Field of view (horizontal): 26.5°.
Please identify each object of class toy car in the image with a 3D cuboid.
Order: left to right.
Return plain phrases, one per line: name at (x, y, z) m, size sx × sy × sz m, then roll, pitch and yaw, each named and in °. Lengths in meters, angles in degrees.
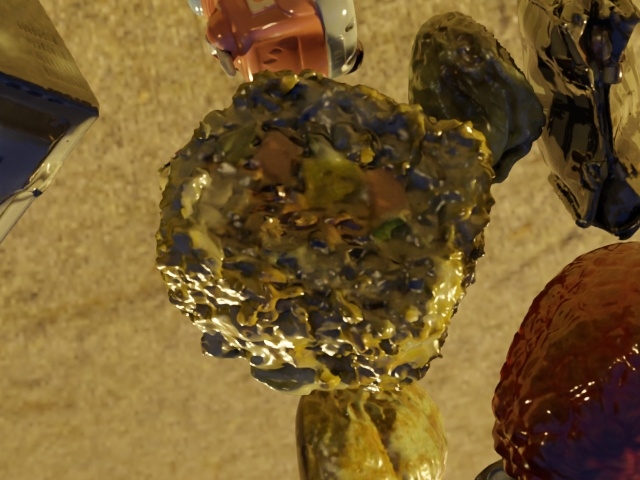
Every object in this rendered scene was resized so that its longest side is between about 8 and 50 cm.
toy car at (-0.066, -0.325, 1.818) m, size 0.213 × 0.270 × 0.180 m, roll -17°, pitch 146°, yaw -8°

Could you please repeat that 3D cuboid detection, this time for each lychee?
lychee at (0.297, 0.124, 1.256) m, size 0.300 × 0.255 × 0.255 m, roll -28°, pitch 160°, yaw -23°

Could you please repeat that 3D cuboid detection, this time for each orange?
orange at (0.084, 0.315, 2.060) m, size 0.210 × 0.270 × 0.368 m, roll -14°, pitch -170°, yaw 15°

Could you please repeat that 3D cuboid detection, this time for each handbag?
handbag at (0.375, -0.201, 1.894) m, size 0.163 × 0.325 × 0.327 m, roll -10°, pitch -162°, yaw 7°

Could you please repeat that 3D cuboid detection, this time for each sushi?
sushi at (0.000, 0.000, 1.646) m, size 0.397 × 0.351 × 0.240 m, roll 19°, pitch 157°, yaw 3°

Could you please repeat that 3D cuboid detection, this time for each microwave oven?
microwave oven at (-0.565, -0.146, 1.925) m, size 0.236 × 0.374 × 0.432 m, roll 18°, pitch 121°, yaw -48°

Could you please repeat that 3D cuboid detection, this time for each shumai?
shumai at (0.171, -0.183, 1.866) m, size 0.222 × 0.260 × 0.225 m, roll -32°, pitch 122°, yaw 8°

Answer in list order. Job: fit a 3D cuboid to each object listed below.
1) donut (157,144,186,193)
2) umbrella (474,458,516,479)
donut at (-0.165, -0.116, 1.980) m, size 0.175 × 0.174 × 0.068 m, roll -27°, pitch 107°, yaw 28°
umbrella at (0.211, 0.289, 1.501) m, size 0.073 × 0.067 × 0.337 m, roll -40°, pitch 159°, yaw -4°
